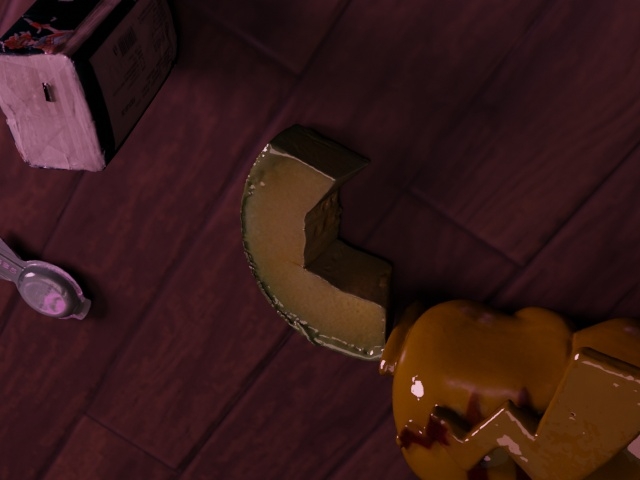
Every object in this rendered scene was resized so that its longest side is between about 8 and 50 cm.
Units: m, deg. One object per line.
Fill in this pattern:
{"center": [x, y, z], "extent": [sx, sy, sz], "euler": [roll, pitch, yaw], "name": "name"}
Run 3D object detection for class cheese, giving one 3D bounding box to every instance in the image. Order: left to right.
{"center": [-0.278, 0.039, 1.201], "extent": [0.120, 0.026, 0.067], "euler": [32, 128, -3], "name": "cheese"}

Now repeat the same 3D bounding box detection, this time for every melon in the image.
{"center": [0.000, 0.000, 1.050], "extent": [0.118, 0.064, 0.209], "euler": [3, 122, 19], "name": "melon"}

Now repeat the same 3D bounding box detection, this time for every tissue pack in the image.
{"center": [-0.175, -0.140, 0.944], "extent": [0.090, 0.170, 0.103], "euler": [3, 127, 18], "name": "tissue pack"}

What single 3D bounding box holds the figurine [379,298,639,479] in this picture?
{"center": [0.205, 0.133, 0.998], "extent": [0.326, 0.169, 0.218], "euler": [-2, 128, 22], "name": "figurine"}
